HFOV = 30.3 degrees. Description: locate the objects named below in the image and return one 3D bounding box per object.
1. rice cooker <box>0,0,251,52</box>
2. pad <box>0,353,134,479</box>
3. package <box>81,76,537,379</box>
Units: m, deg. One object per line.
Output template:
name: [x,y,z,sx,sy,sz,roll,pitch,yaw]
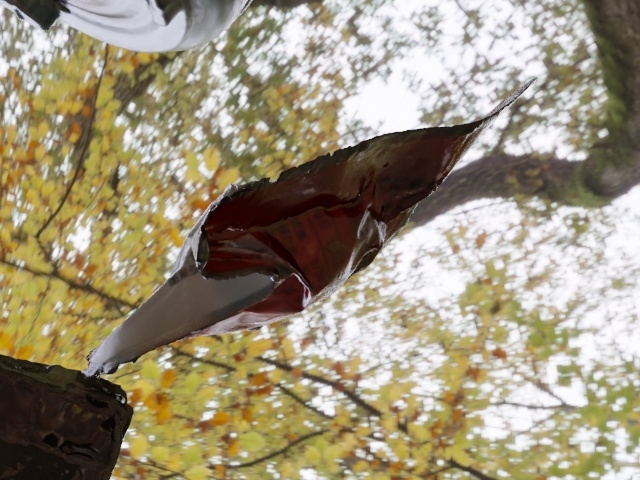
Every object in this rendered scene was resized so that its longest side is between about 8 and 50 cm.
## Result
rice cooker: [-0.102,-0.286,0.750,0.264,0.317,0.316,44,-111,-33]
pad: [-0.224,0.123,0.565,0.233,0.022,0.174,15,-111,-1]
package: [0.000,0.000,0.628,0.269,0.194,0.071,-16,-106,-49]
